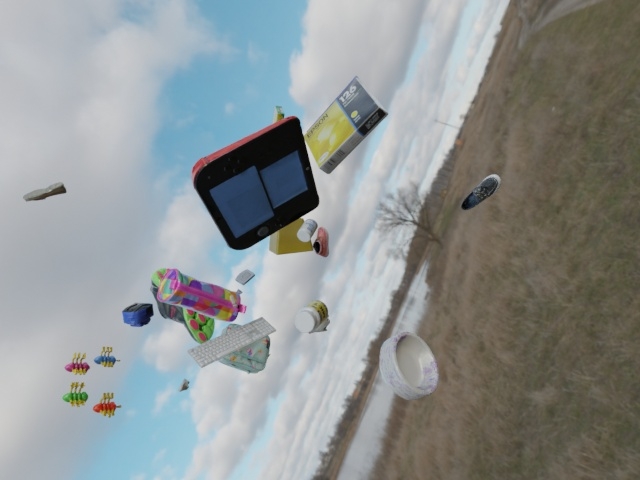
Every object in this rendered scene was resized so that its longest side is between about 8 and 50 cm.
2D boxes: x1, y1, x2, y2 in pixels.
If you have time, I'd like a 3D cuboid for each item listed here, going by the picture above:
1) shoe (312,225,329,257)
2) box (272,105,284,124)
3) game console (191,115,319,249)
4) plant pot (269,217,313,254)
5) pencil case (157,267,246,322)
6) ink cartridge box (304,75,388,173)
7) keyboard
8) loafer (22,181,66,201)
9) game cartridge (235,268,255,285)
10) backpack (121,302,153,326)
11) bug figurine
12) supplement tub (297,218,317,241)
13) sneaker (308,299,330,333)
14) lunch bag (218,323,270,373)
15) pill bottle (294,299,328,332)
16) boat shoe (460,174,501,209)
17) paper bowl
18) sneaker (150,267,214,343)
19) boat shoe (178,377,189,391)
[{"bbox_3d":[0.000,0.000,2.308,0.081,0.064,0.177,22,-124,-53],"label":"shoe"},{"bbox_3d":[-0.225,-0.594,2.244,0.105,0.043,0.179,-108,28,-48],"label":"box"},{"bbox_3d":[-0.175,-0.151,1.294,0.342,0.060,0.386,-27,-35,-9],"label":"game console"},{"bbox_3d":[-0.175,-0.034,2.446,0.212,0.212,0.187,-161,67,-70],"label":"plant pot"},{"bbox_3d":[-0.325,0.156,1.193,0.236,0.104,0.104,27,-98,-40],"label":"pencil case"},{"bbox_3d":[0.069,-0.450,1.616,0.072,0.307,0.303,24,-60,-43],"label":"ink cartridge box"},{"bbox_3d":[-0.242,0.281,1.213,0.256,0.072,0.014,-19,-53,-43],"label":"keyboard"},{"bbox_3d":[-0.905,-0.151,1.423,0.125,0.045,0.039,-27,-45,-22],"label":"loafer"},{"bbox_3d":[-0.341,0.164,1.941,0.083,0.056,0.017,-42,-23,-43],"label":"game cartridge"},{"bbox_3d":[-0.799,0.329,1.889,0.120,0.098,0.101,-26,-70,-76],"label":"backpack"},{"bbox_3d":[-0.870,0.543,1.653,0.072,0.279,0.216,-34,-37,23],"label":"bug figurine"},{"bbox_3d":[-0.061,-0.050,2.071,0.107,0.071,0.071,-61,-15,-48],"label":"supplement tub"},{"bbox_3d":[-0.004,0.445,2.546,0.297,0.129,0.111,99,170,-49],"label":"sneaker"},{"bbox_3d":[-0.403,0.581,2.296,0.108,0.279,0.224,-45,28,46],"label":"lunch bag"},{"bbox_3d":[-0.045,0.365,2.075,0.208,0.119,0.119,-22,-49,-72],"label":"pill bottle"},{"bbox_3d":[0.723,-0.211,1.970,0.076,0.080,0.228,-33,-8,-37],"label":"boat shoe"},{"bbox_3d":[0.376,0.561,1.914,0.148,0.284,0.284,-39,9,39],"label":"paper bowl"},{"bbox_3d":[-0.751,0.365,2.347,0.185,0.483,0.202,-24,-21,-51],"label":"sneaker"},{"bbox_3d":[-0.564,0.605,1.793,0.035,0.035,0.100,-61,7,-3],"label":"boat shoe"}]
